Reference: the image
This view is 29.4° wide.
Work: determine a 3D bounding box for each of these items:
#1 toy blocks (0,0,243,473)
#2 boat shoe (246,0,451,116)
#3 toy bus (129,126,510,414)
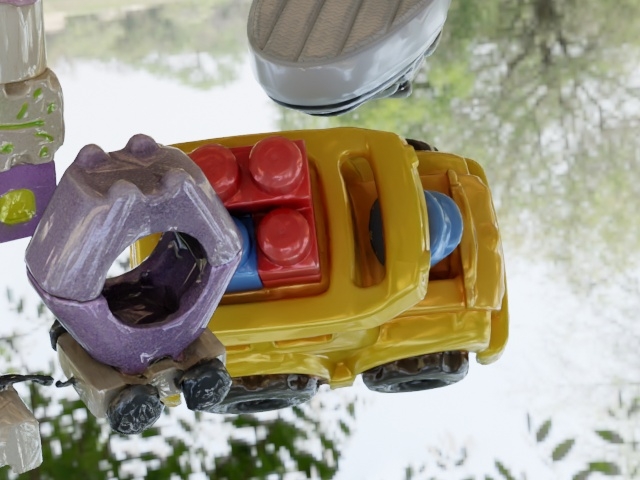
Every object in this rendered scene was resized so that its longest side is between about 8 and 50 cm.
[{"bbox_3d":[-0.216,-0.086,0.455,0.288,0.260,0.309,-16,-142,-31],"label":"toy blocks"},{"bbox_3d":[0.043,-0.155,0.870,0.121,0.119,0.335,12,-145,16],"label":"boat shoe"},{"bbox_3d":[0.000,0.000,0.653,0.220,0.149,0.211,-6,163,-3],"label":"toy bus"}]
